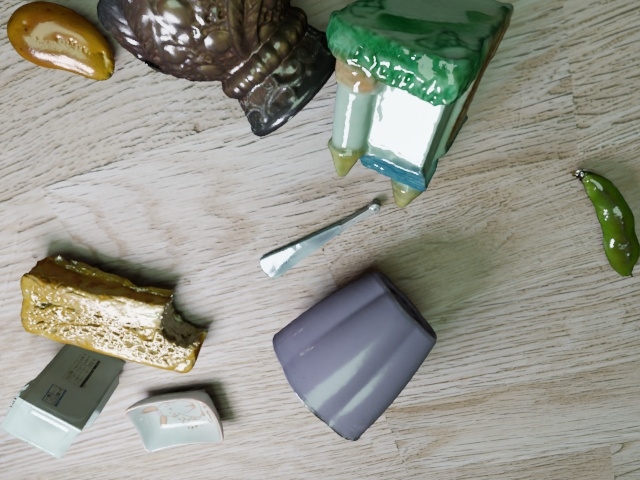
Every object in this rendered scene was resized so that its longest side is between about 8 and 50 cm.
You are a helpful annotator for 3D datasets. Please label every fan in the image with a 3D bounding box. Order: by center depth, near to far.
[{"bbox_3d":[0.000,0.000,0.909,0.281,0.023,0.057,-28,109,18],"label":"fan"}]

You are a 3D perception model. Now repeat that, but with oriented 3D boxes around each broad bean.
[{"bbox_3d":[0.537,-0.033,0.836,0.065,0.046,0.255,-25,110,23],"label":"broad bean"}]

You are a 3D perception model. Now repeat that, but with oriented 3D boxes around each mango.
[{"bbox_3d":[-0.419,-0.328,0.749,0.159,0.084,0.105,13,119,-26],"label":"mango"}]

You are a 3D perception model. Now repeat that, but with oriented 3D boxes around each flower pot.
[{"bbox_3d":[-0.120,-0.308,0.650,0.266,0.267,0.267,-37,119,20],"label":"flower pot"},{"bbox_3d":[0.084,0.206,0.886,0.243,0.265,0.265,-41,107,10],"label":"flower pot"}]

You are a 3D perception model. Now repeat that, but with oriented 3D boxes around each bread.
[{"bbox_3d":[-0.428,0.153,0.971,0.380,0.109,0.185,17,112,-5],"label":"bread"}]

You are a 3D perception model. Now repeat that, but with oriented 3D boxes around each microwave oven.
[{"bbox_3d":[-0.562,0.342,1.015,0.162,0.208,0.122,37,113,-13],"label":"microwave oven"}]

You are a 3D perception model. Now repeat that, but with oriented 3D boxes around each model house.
[{"bbox_3d":[0.122,-0.188,0.704,0.193,0.267,0.325,24,137,16],"label":"model house"}]

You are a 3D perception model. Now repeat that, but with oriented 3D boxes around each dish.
[{"bbox_3d":[-0.344,0.428,1.114,0.212,0.077,0.151,-11,116,9],"label":"dish"}]
